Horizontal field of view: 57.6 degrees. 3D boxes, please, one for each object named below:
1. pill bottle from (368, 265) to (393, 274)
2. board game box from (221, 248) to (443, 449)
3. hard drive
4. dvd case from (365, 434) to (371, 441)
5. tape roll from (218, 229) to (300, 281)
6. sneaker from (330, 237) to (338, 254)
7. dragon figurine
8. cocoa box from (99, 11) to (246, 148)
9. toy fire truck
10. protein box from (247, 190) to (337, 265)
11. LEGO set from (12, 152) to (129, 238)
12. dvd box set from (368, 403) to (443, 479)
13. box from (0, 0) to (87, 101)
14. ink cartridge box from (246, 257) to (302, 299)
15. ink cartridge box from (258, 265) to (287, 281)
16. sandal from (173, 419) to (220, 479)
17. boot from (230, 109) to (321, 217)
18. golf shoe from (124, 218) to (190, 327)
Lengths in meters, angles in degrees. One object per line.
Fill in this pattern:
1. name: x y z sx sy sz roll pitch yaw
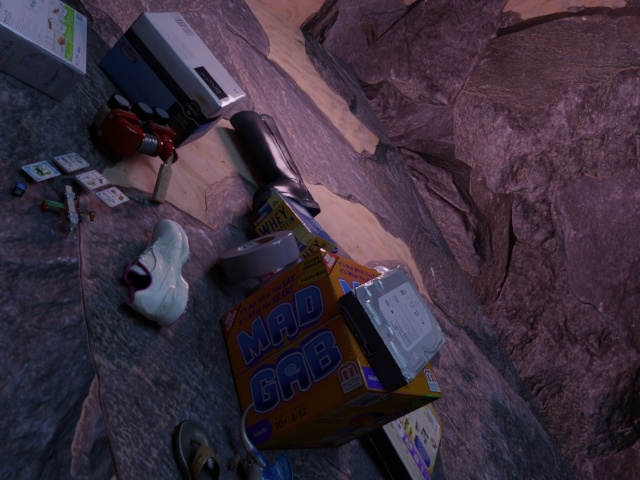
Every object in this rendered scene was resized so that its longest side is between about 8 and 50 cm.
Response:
1. pill bottle: 0.258 0.170 2.339 0.221 0.124 0.124 15 45 -53
2. board game box: 0.024 0.296 1.489 0.356 0.356 0.356 22 40 -49
3. hard drive: 0.181 0.195 1.393 0.237 0.064 0.339 59 27 8
4. dvd case: 0.127 0.502 1.799 0.238 0.029 0.179 50 25 -11
5. tape roll: -0.170 0.041 1.630 0.072 0.219 0.219 72 23 -11
6. sneaker: 0.000 0.000 2.166 0.170 0.071 0.068 36 31 -33
7. dragon figurine: -0.121 0.517 1.279 0.144 0.085 0.289 29 35 -43
8. cocoa box: -0.454 -0.500 1.819 0.347 0.228 0.231 50 25 -8
9. toy fire truck: -0.481 -0.243 1.576 0.246 0.158 0.217 53 22 23
10. protein box: -0.088 -0.023 1.878 0.200 0.136 0.201 50 11 27
11. LEGO set: -0.585 -0.108 1.338 0.182 0.060 0.244 41 24 0
12. dvd box set: 0.270 0.583 1.857 0.307 0.062 0.420 61 23 -4
13. box: -0.733 -0.530 1.489 0.231 0.127 0.262 27 37 -44
14. ink cartridge box: -0.103 0.137 1.645 0.097 0.207 0.046 43 32 -22
15. ink cartridge box: -0.127 0.107 1.823 0.135 0.056 0.099 39 28 -29
16. sandal: -0.238 0.465 1.169 0.090 0.060 0.219 27 36 -45
17. boot: -0.201 -0.286 2.083 0.445 0.146 0.367 65 19 16
18. golf shoe: -0.388 0.054 1.375 0.140 0.115 0.306 28 34 -38
